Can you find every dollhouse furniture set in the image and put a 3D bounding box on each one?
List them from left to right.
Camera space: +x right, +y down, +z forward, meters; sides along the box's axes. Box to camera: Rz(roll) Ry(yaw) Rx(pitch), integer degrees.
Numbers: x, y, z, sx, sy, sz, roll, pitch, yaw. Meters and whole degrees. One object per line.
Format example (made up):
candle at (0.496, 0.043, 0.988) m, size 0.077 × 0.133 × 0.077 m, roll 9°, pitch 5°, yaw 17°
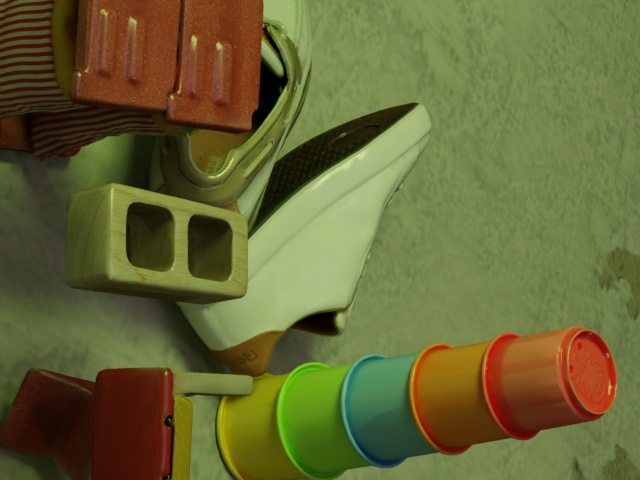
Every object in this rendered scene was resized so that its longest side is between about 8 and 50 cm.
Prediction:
dollhouse furniture set at (-0.163, -0.002, 1.095) m, size 0.152 × 0.201 × 0.374 m, roll 11°, pitch 78°, yaw -46°

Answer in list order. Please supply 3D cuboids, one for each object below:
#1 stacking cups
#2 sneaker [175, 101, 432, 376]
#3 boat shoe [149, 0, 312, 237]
stacking cups at (0.069, 0.122, 1.217) m, size 0.096 × 0.316 × 0.096 m, roll 16°, pitch 68°, yaw -47°
sneaker at (0.000, 0.000, 1.345) m, size 0.290 × 0.106 × 0.123 m, roll -42°, pitch 114°, yaw -33°
boat shoe at (-0.060, -0.123, 1.261) m, size 0.113 × 0.103 × 0.302 m, roll 11°, pitch 54°, yaw -6°
